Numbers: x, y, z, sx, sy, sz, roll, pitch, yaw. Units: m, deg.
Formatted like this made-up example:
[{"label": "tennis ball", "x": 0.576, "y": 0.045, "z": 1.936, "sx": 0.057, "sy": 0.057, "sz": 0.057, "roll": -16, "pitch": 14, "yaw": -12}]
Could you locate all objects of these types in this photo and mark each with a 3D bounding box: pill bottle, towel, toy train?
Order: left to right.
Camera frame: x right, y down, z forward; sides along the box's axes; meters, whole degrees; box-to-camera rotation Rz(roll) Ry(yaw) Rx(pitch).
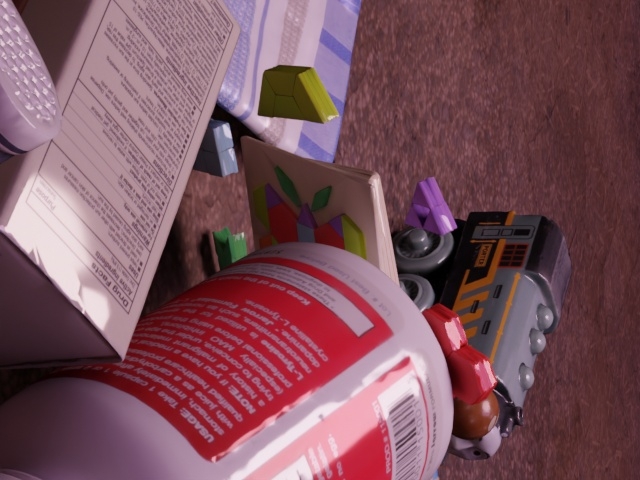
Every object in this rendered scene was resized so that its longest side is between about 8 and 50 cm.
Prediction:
[{"label": "pill bottle", "x": -0.097, "y": 0.169, "z": 1.246, "sx": 0.407, "sy": 0.229, "sz": 0.229, "roll": -31, "pitch": 118, "yaw": -51}, {"label": "towel", "x": -0.053, "y": -0.200, "z": 1.573, "sx": 0.285, "sy": 0.034, "sz": 0.209, "roll": 39, "pitch": 52, "yaw": -48}, {"label": "toy train", "x": 0.147, "y": 0.097, "z": 1.888, "sx": 0.334, "sy": 0.190, "sz": 0.142, "roll": -66, "pitch": 146, "yaw": -44}]

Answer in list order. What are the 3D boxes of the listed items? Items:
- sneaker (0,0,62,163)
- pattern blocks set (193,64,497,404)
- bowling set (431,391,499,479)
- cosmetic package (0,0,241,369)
[{"label": "sneaker", "x": -0.271, "y": -0.178, "z": 1.048, "sx": 0.321, "sy": 0.127, "sz": 0.126, "roll": 67, "pitch": 15, "yaw": 11}, {"label": "pattern blocks set", "x": 0.000, "y": 0.000, "z": 1.433, "sx": 0.026, "sy": 0.324, "sz": 0.285, "roll": -23, "pitch": 104, "yaw": -32}, {"label": "bowling set", "x": 0.074, "y": 0.218, "z": 1.588, "sx": 0.287, "sy": 0.199, "sz": 0.154, "roll": -133, "pitch": -150, "yaw": -86}, {"label": "cosmetic package", "x": -0.176, "y": -0.075, "z": 1.215, "sx": 0.153, "sy": 0.129, "sz": 0.296, "roll": 55, "pitch": 40, "yaw": -40}]
